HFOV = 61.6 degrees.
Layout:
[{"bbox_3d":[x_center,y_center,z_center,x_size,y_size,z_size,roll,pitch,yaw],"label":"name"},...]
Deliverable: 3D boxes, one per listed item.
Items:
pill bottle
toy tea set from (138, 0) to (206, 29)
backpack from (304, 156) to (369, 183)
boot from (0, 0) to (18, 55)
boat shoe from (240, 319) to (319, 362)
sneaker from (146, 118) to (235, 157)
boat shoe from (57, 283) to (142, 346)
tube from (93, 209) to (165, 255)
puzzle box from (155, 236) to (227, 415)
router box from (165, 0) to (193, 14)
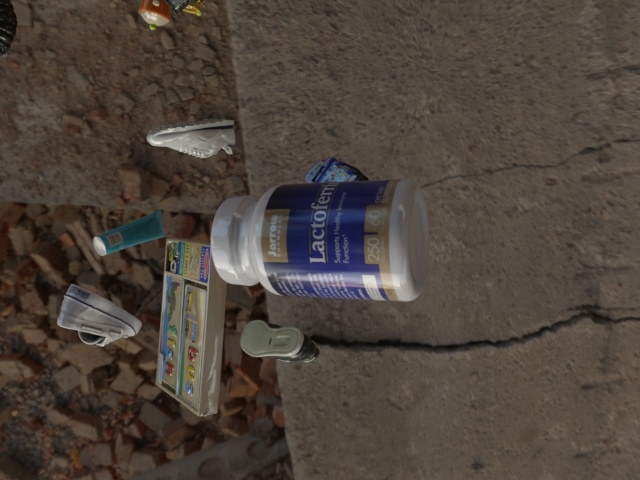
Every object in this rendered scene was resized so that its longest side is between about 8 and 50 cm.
[{"bbox_3d":[0.000,0.000,0.710,0.264,0.153,0.153,-1,107,22],"label":"pill bottle"},{"bbox_3d":[-0.488,-0.697,1.538,0.200,0.336,0.124,13,94,20],"label":"toy tea set"},{"bbox_3d":[0.029,-0.160,1.505,0.158,0.117,0.173,-51,57,9],"label":"backpack"},{"bbox_3d":[-0.739,-0.558,1.048,0.131,0.260,0.348,12,100,24],"label":"boot"},{"bbox_3d":[-0.099,0.230,1.197,0.079,0.084,0.233,31,159,-37],"label":"boat shoe"},{"bbox_3d":[-0.313,-0.247,1.334,0.090,0.235,0.095,24,120,47],"label":"sneaker"},{"bbox_3d":[-0.424,0.157,1.022,0.095,0.258,0.084,19,70,13],"label":"boat shoe"},{"bbox_3d":[-0.502,-0.018,1.437,0.052,0.207,0.080,15,116,32],"label":"tube"},{"bbox_3d":[-0.330,0.203,1.363,0.272,0.052,0.409,6,92,51],"label":"puzzle box"},{"bbox_3d":[-0.372,-0.682,1.436,0.122,0.092,0.038,-36,56,3],"label":"router box"}]
